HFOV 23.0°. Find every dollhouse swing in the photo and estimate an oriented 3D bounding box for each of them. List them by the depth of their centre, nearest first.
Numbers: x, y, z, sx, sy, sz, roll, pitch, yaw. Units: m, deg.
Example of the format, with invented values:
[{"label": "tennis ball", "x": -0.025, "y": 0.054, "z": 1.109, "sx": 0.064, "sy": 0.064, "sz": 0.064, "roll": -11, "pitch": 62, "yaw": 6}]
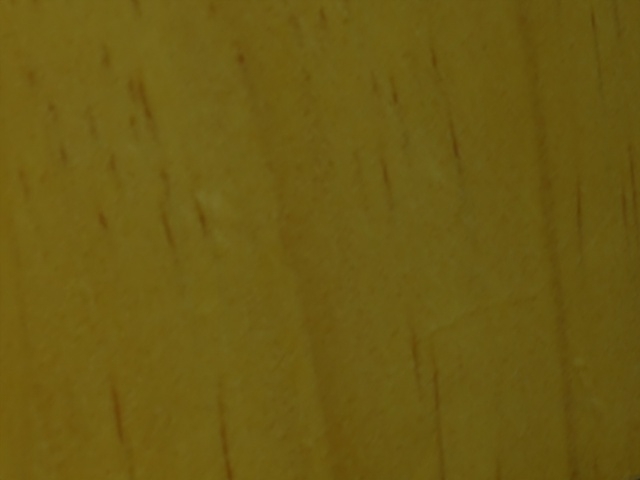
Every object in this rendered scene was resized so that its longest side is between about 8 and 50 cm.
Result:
[{"label": "dollhouse swing", "x": -0.053, "y": -0.079, "z": 0.564, "sx": 0.346, "sy": 0.305, "sz": 0.315, "roll": -12, "pitch": 103, "yaw": -37}]
